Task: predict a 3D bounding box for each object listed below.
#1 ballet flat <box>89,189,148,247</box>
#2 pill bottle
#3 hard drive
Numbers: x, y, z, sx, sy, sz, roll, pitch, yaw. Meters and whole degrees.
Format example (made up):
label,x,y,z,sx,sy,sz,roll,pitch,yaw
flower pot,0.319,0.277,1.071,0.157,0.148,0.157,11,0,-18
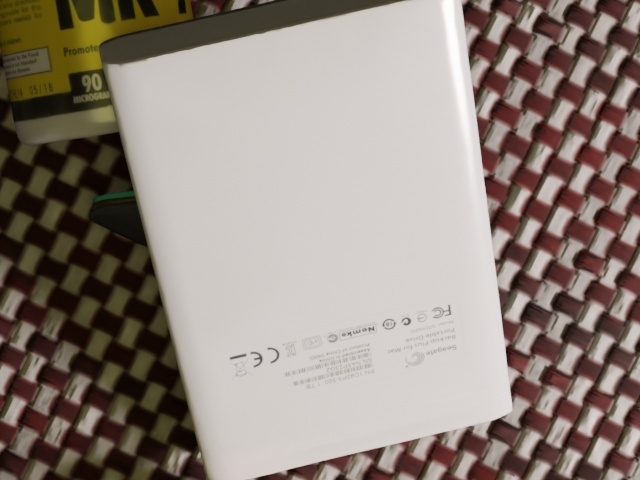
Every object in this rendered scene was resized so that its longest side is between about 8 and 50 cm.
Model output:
label,x,y,z,sx,sy,sz,roll,pitch,yaw
ballet flat,-0.040,-0.011,1.179,0.203,0.074,0.074,-10,95,-6
pill bottle,-0.142,-0.168,1.134,0.119,0.119,0.208,-11,96,-4
hard drive,0.000,0.000,1.131,0.203,0.040,0.307,-13,123,-4
